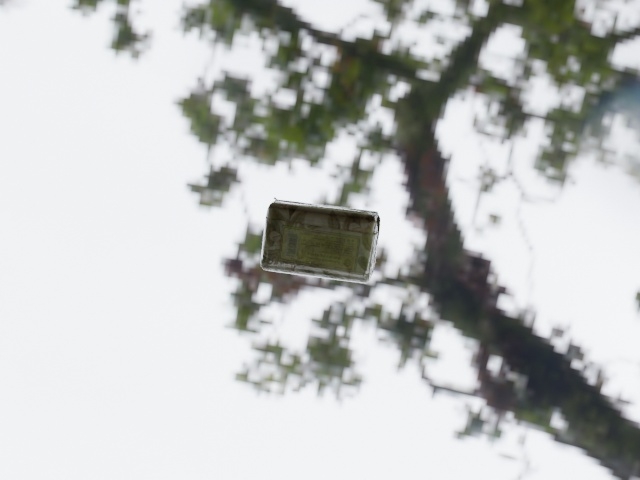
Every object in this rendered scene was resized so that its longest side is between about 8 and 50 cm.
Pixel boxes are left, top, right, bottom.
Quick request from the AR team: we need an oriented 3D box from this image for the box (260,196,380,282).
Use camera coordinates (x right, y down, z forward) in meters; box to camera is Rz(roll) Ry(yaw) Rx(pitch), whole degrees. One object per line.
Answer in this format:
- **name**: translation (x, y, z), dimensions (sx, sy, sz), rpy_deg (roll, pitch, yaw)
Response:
- **box**: translation (0.000, 0.000, 1.543), dimensions (0.098, 0.062, 0.045), rpy_deg (9, -171, 5)
